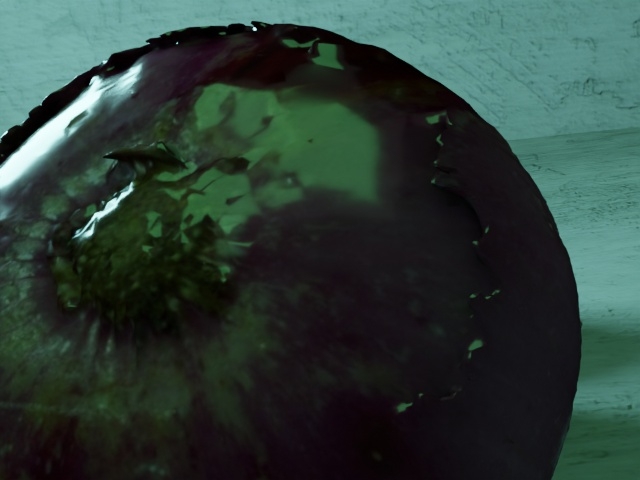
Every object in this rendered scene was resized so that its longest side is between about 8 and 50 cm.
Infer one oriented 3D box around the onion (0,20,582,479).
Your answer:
[{"bbox_3d":[-0.049,0.072,0.779,0.358,0.358,0.345,-8,-31,-10],"label":"onion"}]
